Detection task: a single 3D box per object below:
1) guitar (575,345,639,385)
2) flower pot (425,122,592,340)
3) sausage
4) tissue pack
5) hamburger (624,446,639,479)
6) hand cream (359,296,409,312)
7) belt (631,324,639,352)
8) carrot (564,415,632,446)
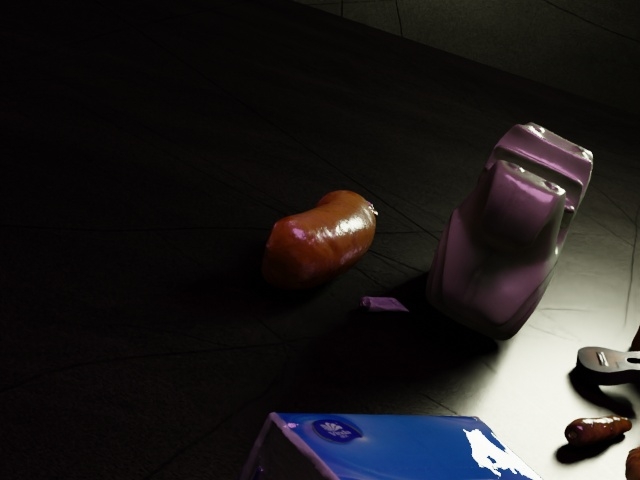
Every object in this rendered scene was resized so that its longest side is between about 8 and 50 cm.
[{"bbox_3d":[0.466,0.175,2.023,0.233,0.025,0.088,3,18,0],"label":"guitar"},{"bbox_3d":[0.256,-0.009,2.031,0.164,0.254,0.367,27,22,7],"label":"flower pot"},{"bbox_3d":[0.000,0.002,1.939,0.109,0.109,0.270,29,20,13],"label":"sausage"},{"bbox_3d":[0.078,0.255,1.313,0.263,0.146,0.198,6,26,-40],"label":"tissue pack"},{"bbox_3d":[0.398,0.283,1.695,0.102,0.087,0.176,15,24,-27],"label":"hamburger"},{"bbox_3d":[0.082,0.084,1.942,0.030,0.019,0.093,39,22,32],"label":"hand cream"},{"bbox_3d":[0.580,0.176,2.151,0.261,0.105,0.184,38,26,32],"label":"belt"},{"bbox_3d":[0.352,0.235,1.845,0.035,0.036,0.165,38,21,33],"label":"carrot"}]
